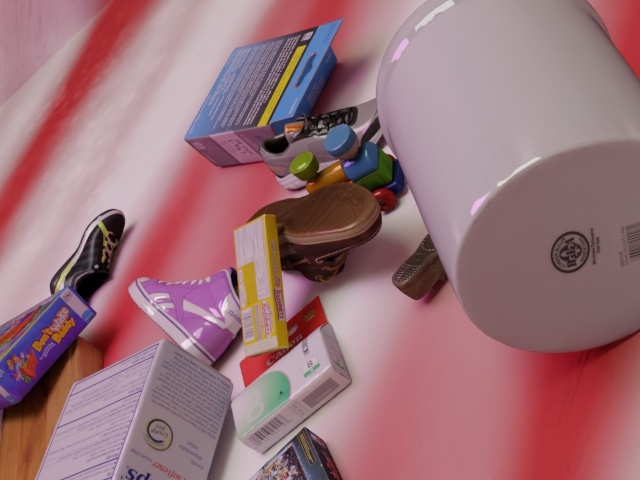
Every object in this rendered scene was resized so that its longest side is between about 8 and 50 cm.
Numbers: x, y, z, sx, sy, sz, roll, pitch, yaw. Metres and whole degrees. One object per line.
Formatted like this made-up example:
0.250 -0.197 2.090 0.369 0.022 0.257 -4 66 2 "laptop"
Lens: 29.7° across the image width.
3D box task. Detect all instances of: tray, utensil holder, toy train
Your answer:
-0.477 0.368 2.114 0.203 0.076 0.411 -38 32 17 "tray"
0.260 -0.098 1.476 0.328 0.327 0.385 -37 35 18 "utensil holder"
0.001 -0.086 1.950 0.248 0.143 0.105 -28 36 30 "toy train"

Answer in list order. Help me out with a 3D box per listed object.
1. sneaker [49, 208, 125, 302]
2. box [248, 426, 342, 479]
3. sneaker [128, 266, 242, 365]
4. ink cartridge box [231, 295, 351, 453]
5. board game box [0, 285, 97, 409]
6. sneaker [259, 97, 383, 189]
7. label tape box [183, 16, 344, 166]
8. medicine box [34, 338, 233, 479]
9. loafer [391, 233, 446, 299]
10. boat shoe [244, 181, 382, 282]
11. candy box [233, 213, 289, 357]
-0.451 0.047 2.455 0.097 0.084 0.234 22 73 32 "sneaker"
-0.032 0.374 1.582 0.159 0.044 0.233 -44 31 8 "box"
-0.212 0.101 2.066 0.161 0.102 0.282 -49 42 -7 "sneaker"
-0.058 0.187 1.814 0.181 0.056 0.224 -40 34 13 "ink cartridge box"
-0.594 0.230 2.293 0.347 0.078 0.233 -26 21 49 "board game box"
0.009 -0.179 2.081 0.271 0.108 0.100 -26 36 30 "sneaker"
-0.081 -0.274 2.295 0.334 0.106 0.240 -4 53 48 "label tape box"
-0.296 0.334 1.829 0.263 0.149 0.289 -27 38 43 "medicine box"
0.163 0.029 1.719 0.148 0.050 0.056 -40 32 -17 "loafer"
0.000 0.000 1.880 0.342 0.123 0.123 -11 35 54 "boat shoe"
-0.092 0.071 1.852 0.105 0.027 0.205 -21 71 54 "candy box"
